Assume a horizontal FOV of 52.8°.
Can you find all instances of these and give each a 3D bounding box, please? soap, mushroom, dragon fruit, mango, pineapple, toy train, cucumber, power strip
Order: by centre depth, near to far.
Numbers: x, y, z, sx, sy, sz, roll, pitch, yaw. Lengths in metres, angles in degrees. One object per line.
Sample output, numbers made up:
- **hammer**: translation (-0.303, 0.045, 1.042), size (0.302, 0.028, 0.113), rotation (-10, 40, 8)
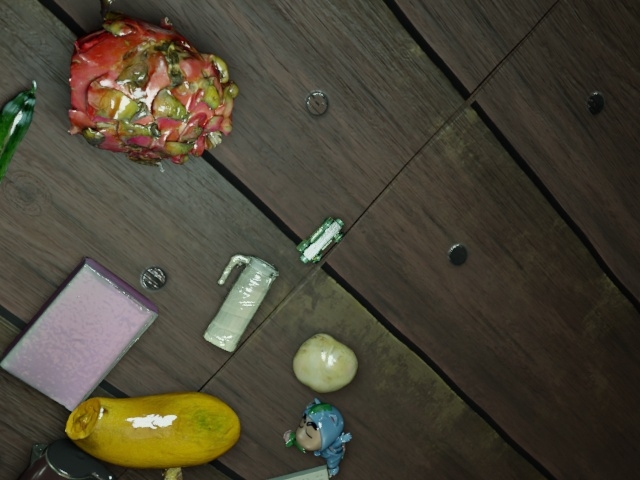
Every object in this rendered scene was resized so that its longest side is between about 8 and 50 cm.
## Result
- **dragon fruit**: translation (-0.291, -0.267, 1.152), size (0.290, 0.250, 0.269), rotation (3, 83, -12)
- **cucumber**: translation (-0.578, -0.181, 1.178), size (0.056, 0.056, 0.250), rotation (26, 95, -21)
- **soap**: translation (-0.475, 0.186, 1.280), size (0.181, 0.081, 0.259), rotation (40, 90, -21)
- **mango**: translation (-0.334, 0.389, 1.325), size (0.359, 0.144, 0.187), rotation (7, 133, -23)
- **toy train**: translation (0.000, 0.000, 1.387), size (0.122, 0.081, 0.050), rotation (-45, 102, -4)
- **mushroom**: translation (0.009, 0.275, 1.436), size (0.147, 0.112, 0.148), rotation (2, 107, 7)
- **pineapple**: translation (-0.329, 0.528, 1.440), size (0.045, 0.019, 0.083), rotation (-12, 105, -21)
- **power strip**: translation (-0.090, 0.586, 1.523), size (0.252, 0.027, 0.060), rotation (-9, 105, -16)

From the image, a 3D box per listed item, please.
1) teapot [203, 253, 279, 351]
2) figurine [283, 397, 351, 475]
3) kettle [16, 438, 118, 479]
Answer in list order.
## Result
- **teapot**: translation (-0.179, 0.123, 1.366), size (0.107, 0.077, 0.201), rotation (31, 92, -2)
- **figurine**: translation (-0.005, 0.463, 1.486), size (0.144, 0.114, 0.178), rotation (-22, 116, -10)
- **kettle**: translation (-0.522, 0.520, 1.277), size (0.202, 0.144, 0.232), rotation (34, 104, -4)
